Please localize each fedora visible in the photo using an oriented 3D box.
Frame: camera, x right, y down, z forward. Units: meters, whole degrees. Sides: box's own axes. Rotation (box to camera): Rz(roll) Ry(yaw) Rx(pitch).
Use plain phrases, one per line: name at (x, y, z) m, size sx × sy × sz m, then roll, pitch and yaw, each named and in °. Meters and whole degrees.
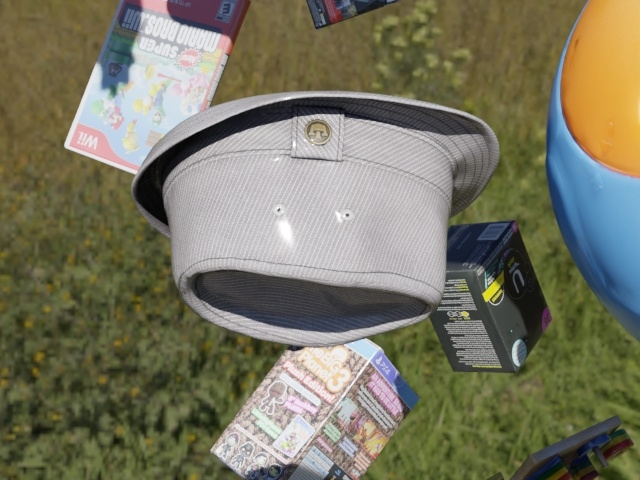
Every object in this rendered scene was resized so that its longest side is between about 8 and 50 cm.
fedora at (0.000, 0.000, 0.889) m, size 0.275 × 0.244 × 0.124 m, roll 6°, pitch 62°, yaw -17°

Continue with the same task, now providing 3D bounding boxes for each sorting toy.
sorting toy at (0.291, 0.283, 1.474) m, size 0.274 × 0.132 × 0.046 m, roll -19°, pitch 63°, yaw -23°

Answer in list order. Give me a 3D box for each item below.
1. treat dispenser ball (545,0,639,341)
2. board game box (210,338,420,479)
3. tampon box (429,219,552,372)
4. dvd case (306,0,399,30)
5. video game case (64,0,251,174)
treat dispenser ball at (0.266, -0.055, 0.650) m, size 0.288 × 0.288 × 0.288 m, roll 7°, pitch 29°, yaw -4°
board game box at (-0.002, 0.300, 1.991) m, size 0.141 × 0.232 × 0.291 m, roll 31°, pitch 77°, yaw 32°
tampon box at (0.211, 0.073, 1.566) m, size 0.101 × 0.161 × 0.120 m, roll -4°, pitch 31°, yaw 41°
dvd case at (0.036, -0.333, 1.569) m, size 0.119 × 0.087 × 0.013 m, roll -17°, pitch 8°, yaw 15°
video game case at (-0.228, -0.232, 1.684) m, size 0.204 × 0.285 × 0.025 m, roll 20°, pitch -1°, yaw 29°
